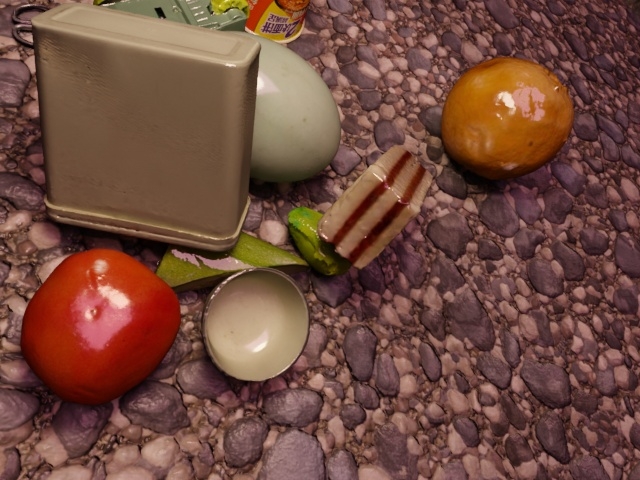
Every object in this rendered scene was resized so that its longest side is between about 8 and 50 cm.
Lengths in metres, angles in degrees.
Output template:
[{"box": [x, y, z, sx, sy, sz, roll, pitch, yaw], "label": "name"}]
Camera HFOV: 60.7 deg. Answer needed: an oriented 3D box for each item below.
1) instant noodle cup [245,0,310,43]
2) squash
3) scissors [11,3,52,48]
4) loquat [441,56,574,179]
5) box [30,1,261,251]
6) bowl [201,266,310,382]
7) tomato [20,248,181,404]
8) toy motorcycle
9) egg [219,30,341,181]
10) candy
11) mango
[{"box": [-0.109, -0.640, 1.379, 0.213, 0.174, 0.213, 9, 65, -20], "label": "instant noodle cup"}, {"box": [-0.164, 0.061, 1.081, 0.288, 0.111, 0.203, 27, 61, -13], "label": "squash"}, {"box": [-0.512, -0.462, 1.209, 0.299, 0.022, 0.109, -3, 73, -27], "label": "scissors"}, {"box": [0.476, -0.311, 1.409, 0.328, 0.328, 0.329, 10, 64, -20], "label": "loquat"}, {"box": [-0.291, -0.189, 0.942, 0.351, 0.344, 0.177, 11, 34, -1], "label": "box"}, {"box": [-0.133, 0.150, 1.030, 0.211, 0.112, 0.212, -2, 94, -27], "label": "bowl"}, {"box": [-0.368, 0.137, 0.911, 0.259, 0.180, 0.260, 7, 66, -16], "label": "tomato"}, {"box": [-0.311, -0.431, 1.190, 0.326, 0.200, 0.191, -19, 67, -23], "label": "toy motorcycle"}, {"box": [-0.127, -0.272, 1.141, 0.388, 0.276, 0.276, 28, 58, -30], "label": "egg"}, {"box": [0.125, -0.084, 1.161, 0.135, 0.179, 0.321, 43, 26, -1], "label": "candy"}, {"box": [0.001, -0.001, 1.173, 0.100, 0.119, 0.178, -41, 89, -17], "label": "mango"}]
